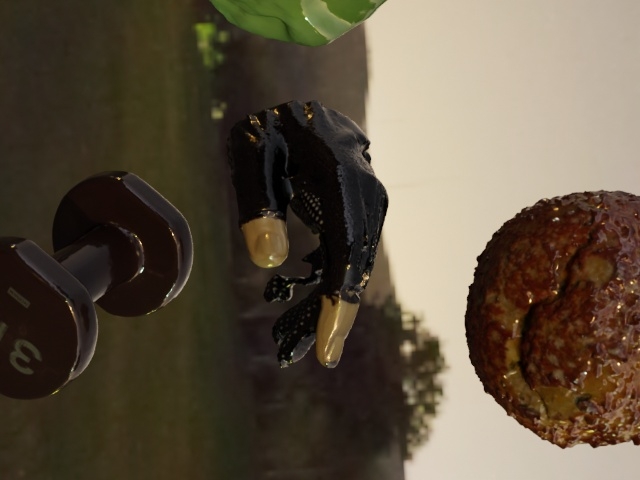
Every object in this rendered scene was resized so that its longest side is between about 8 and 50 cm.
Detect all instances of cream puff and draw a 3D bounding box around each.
[{"bbox_3d":[0.233,0.071,1.275,0.164,0.240,0.240,0,86,-65],"label":"cream puff"}]

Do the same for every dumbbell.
[{"bbox_3d":[-0.212,0.033,1.226,0.124,0.140,0.225,-50,176,29],"label":"dumbbell"}]

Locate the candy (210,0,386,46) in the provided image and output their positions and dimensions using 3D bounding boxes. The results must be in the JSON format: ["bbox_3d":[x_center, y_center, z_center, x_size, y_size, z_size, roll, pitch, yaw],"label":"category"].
[{"bbox_3d":[0.032,-0.267,0.825,0.142,0.132,0.343,66,41,-53],"label":"candy"}]

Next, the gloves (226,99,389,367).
[{"bbox_3d":[0.003,0.000,0.963,0.129,0.106,0.180,79,-6,-62],"label":"gloves"}]
